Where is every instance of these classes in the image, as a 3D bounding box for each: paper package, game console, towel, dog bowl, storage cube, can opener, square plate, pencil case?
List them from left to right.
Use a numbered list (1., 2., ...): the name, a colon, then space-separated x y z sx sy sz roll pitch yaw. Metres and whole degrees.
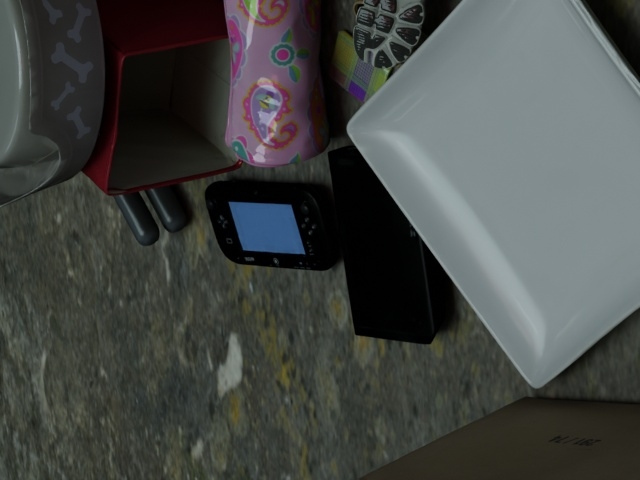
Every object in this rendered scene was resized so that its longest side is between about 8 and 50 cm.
1. dog bowl: -0.349 -0.210 2.131 0.349 0.102 0.349 22 117 55
2. can opener: -0.257 -0.122 2.400 0.283 0.076 0.095 61 170 10
3. storage cube: -0.204 -0.187 2.199 0.193 0.215 0.184 40 132 39
4. pencil case: -0.053 -0.225 2.079 0.124 0.124 0.284 17 119 43
5. game console: 0.000 0.000 2.171 0.361 0.044 0.213 4 108 47
6. towel: 0.041 -0.185 2.079 0.083 0.009 0.060 40 130 29
7. square plate: 0.216 -0.072 1.886 0.344 0.049 0.347 54 137 9
8. paper package: 0.234 0.273 1.820 0.325 0.309 0.168 -1 104 49

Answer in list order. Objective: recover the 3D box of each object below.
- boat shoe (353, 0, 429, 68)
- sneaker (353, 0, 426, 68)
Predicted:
1. boat shoe: 0.082 -0.203 2.000 0.135 0.045 0.050 50 136 22
2. sneaker: 0.088 -0.254 1.949 0.068 0.071 0.170 24 106 8
